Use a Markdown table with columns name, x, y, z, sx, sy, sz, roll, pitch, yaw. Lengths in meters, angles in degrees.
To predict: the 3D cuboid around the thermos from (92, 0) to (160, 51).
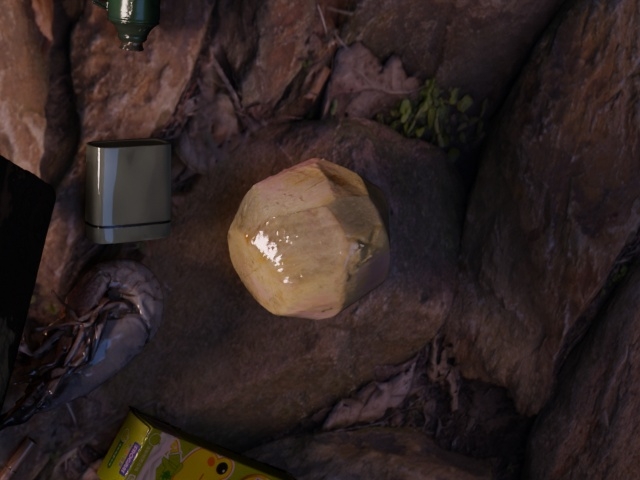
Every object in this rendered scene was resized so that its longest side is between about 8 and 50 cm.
| name | x | y | z | sx | sy | sz | roll | pitch | yaw |
| --- | --- | --- | --- | --- | --- | --- | --- | --- | --- |
| thermos | -0.238 | -0.336 | 1.711 | 0.083 | 0.073 | 0.188 | -4 | 107 | -34 |

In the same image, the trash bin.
| name | x | y | z | sx | sy | sz | roll | pitch | yaw |
| --- | --- | --- | --- | --- | --- | --- | --- | --- | --- |
| trash bin | -0.256 | -0.067 | 1.794 | 0.116 | 0.059 | 0.130 | -7 | 107 | -32 |

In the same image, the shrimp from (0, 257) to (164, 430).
| name | x | y | z | sx | sy | sz | roll | pitch | yaw |
| --- | --- | --- | --- | --- | --- | --- | --- | --- | --- |
| shrimp | -0.345 | 0.152 | 1.771 | 0.343 | 0.116 | 0.145 | -44 | 124 | -22 |

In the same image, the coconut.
| name | x | y | z | sx | sy | sz | roll | pitch | yaw |
| --- | --- | --- | --- | --- | --- | --- | --- | --- | --- |
| coconut | 0.000 | 0.000 | 1.887 | 0.236 | 0.237 | 0.197 | -28 | 123 | -24 |

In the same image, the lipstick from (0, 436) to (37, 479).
| name | x | y | z | sx | sy | sz | roll | pitch | yaw |
| --- | --- | --- | --- | --- | --- | --- | --- | --- | --- |
| lipstick | -0.420 | 0.310 | 1.829 | 0.019 | 0.019 | 0.094 | 40 | 82 | -35 |

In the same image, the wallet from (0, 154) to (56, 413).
| name | x | y | z | sx | sy | sz | roll | pitch | yaw |
| --- | --- | --- | --- | --- | --- | --- | --- | --- | --- |
| wallet | -0.401 | 0.064 | 1.645 | 0.170 | 0.044 | 0.321 | 46 | 52 | -65 |

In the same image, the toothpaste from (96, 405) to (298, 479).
| name | x | y | z | sx | sy | sz | roll | pitch | yaw |
| --- | --- | --- | --- | --- | --- | --- | --- | --- | --- |
| toothpaste | -0.168 | 0.355 | 1.974 | 0.327 | 0.077 | 0.110 | 30 | 87 | -36 |
